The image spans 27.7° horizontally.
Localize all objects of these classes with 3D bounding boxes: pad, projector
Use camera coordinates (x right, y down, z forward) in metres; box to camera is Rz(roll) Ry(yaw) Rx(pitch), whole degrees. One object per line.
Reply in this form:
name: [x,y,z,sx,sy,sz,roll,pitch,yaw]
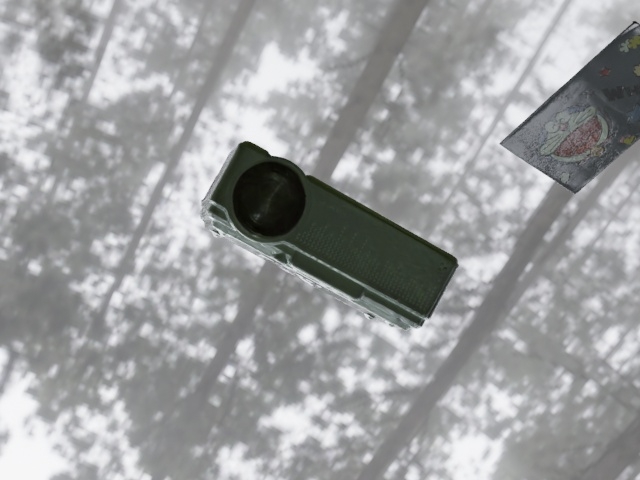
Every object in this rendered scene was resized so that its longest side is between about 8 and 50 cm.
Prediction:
pad: [0.382,-0.174,1.756,0.170,0.245,0.006,29,-149,-33]
projector: [0.000,0.000,1.365,0.256,0.099,0.192,29,175,-7]
